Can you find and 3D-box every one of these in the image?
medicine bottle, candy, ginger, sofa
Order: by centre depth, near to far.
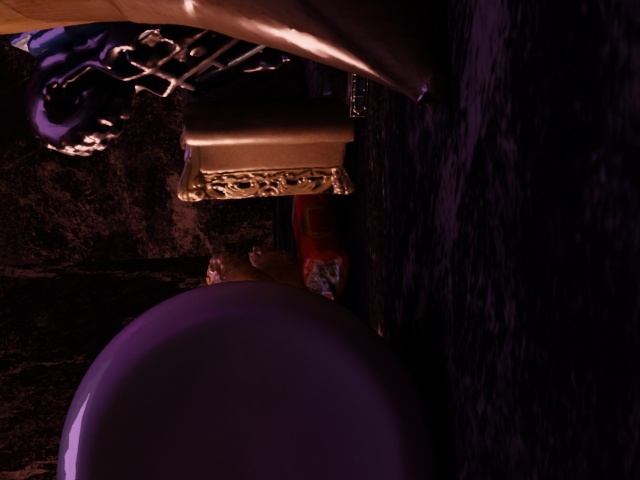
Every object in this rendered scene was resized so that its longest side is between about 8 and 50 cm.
[{"bbox_3d":[-0.053,0.170,0.771,0.325,0.256,0.256,108,159,-82],"label":"medicine bottle"},{"bbox_3d":[-0.066,-0.179,1.084,0.258,0.200,0.182,-96,3,-48],"label":"sofa"},{"bbox_3d":[-0.033,0.117,1.183,0.375,0.166,0.236,-144,37,-72],"label":"ginger"},{"bbox_3d":[-0.001,-0.001,1.226,0.292,0.059,0.086,-100,10,-49],"label":"candy"}]

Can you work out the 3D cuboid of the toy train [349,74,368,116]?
[{"bbox_3d":[0.038,-0.155,0.932,0.083,0.017,0.017,92,180,-45],"label":"toy train"}]

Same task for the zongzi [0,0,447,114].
[{"bbox_3d":[-0.194,-0.179,0.750,0.500,0.218,0.467,-35,75,38],"label":"zongzi"}]

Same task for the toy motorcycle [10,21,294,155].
[{"bbox_3d":[-0.139,-0.257,0.941,0.172,0.416,0.232,13,-128,-57],"label":"toy motorcycle"}]
